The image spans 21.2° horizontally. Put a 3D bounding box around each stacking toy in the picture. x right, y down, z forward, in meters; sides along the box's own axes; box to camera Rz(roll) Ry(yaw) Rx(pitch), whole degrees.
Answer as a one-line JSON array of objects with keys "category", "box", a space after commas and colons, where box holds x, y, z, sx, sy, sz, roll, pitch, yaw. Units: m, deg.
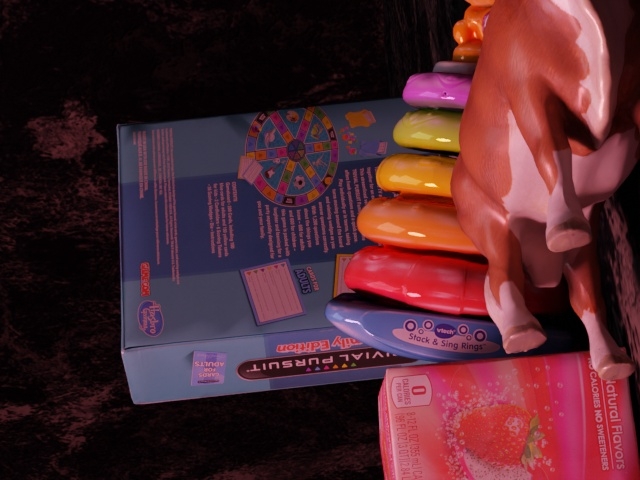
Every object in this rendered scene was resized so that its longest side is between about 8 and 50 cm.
[{"category": "stacking toy", "box": [0.109, -0.066, 1.212, 0.166, 0.175, 0.302, -13, -69, -86]}]

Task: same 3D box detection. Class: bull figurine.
[{"category": "bull figurine", "box": [0.124, -0.062, 0.872, 0.310, 0.101, 0.188, 87, 175, -60]}]

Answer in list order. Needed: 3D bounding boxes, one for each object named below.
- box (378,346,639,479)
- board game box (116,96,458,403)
[{"category": "box", "box": [0.125, 0.226, 1.054, 0.142, 0.154, 0.300, 92, 174, -78]}, {"category": "board game box", "box": [0.000, 0.000, 1.453, 0.079, 0.336, 0.254, 86, 178, -50]}]
